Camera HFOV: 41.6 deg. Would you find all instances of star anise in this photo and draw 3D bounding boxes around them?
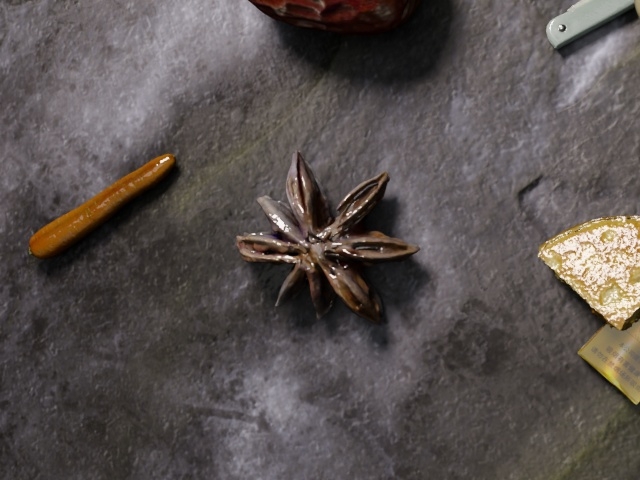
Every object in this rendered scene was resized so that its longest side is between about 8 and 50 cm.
[{"bbox_3d":[0.000,0.000,1.031,0.236,0.093,0.229,-10,92,20],"label":"star anise"}]

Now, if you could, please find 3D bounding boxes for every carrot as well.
[{"bbox_3d":[-0.295,-0.045,1.137,0.248,0.043,0.043,-32,81,12],"label":"carrot"}]

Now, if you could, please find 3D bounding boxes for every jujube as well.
[{"bbox_3d":[0.003,-0.339,0.989,0.243,0.183,0.183,25,96,16],"label":"jujube"}]

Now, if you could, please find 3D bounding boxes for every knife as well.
[{"bbox_3d":[0.334,-0.278,0.969,0.162,0.023,0.044,-29,83,13],"label":"knife"}]

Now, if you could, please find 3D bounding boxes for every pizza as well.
[{"bbox_3d":[0.328,0.037,0.938,0.175,0.046,0.134,6,75,30],"label":"pizza"}]

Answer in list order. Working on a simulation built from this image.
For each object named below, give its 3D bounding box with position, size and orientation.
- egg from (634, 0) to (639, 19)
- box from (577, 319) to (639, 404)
[{"bbox_3d":[0.444,-0.279,0.854,0.242,0.186,0.186,-26,82,22],"label":"egg"},{"bbox_3d":[0.375,0.099,0.949,0.089,0.022,0.156,44,100,12],"label":"box"}]
